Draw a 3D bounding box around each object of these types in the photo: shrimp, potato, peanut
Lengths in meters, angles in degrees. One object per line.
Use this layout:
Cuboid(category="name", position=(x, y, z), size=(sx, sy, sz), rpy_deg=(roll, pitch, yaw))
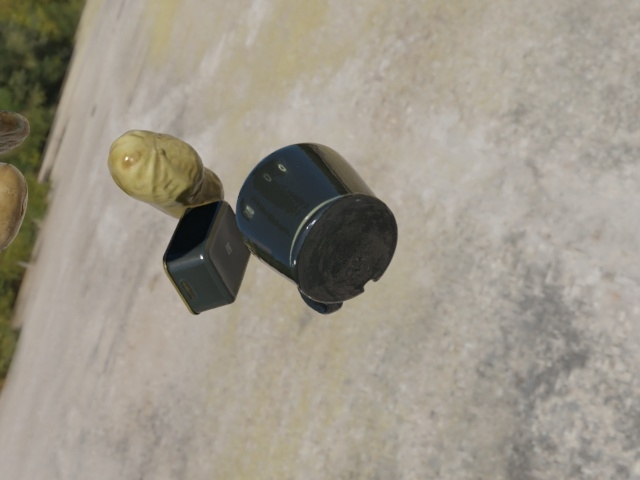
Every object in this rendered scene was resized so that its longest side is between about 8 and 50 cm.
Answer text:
Cuboid(category="shrimp", position=(-0.647, -0.202, 2.070), size=(0.287, 0.185, 0.068), rpy_deg=(-8, -96, -78))
Cuboid(category="potato", position=(-0.463, -0.044, 1.531), size=(0.147, 0.112, 0.112), rpy_deg=(-53, 23, 26))
Cuboid(category="peanut", position=(-0.282, -0.119, 2.107), size=(0.148, 0.319, 0.147), rpy_deg=(-9, 69, 24))

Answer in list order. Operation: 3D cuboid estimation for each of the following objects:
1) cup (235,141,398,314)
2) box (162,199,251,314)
Cuboid(category="cup", position=(0.000, 0.000, 1.373), size=(0.176, 0.169, 0.223), rpy_deg=(39, 144, 49))
Cuboid(category="box", position=(-0.205, 0.028, 2.063), size=(0.090, 0.144, 0.201), rpy_deg=(-15, 30, 20))
